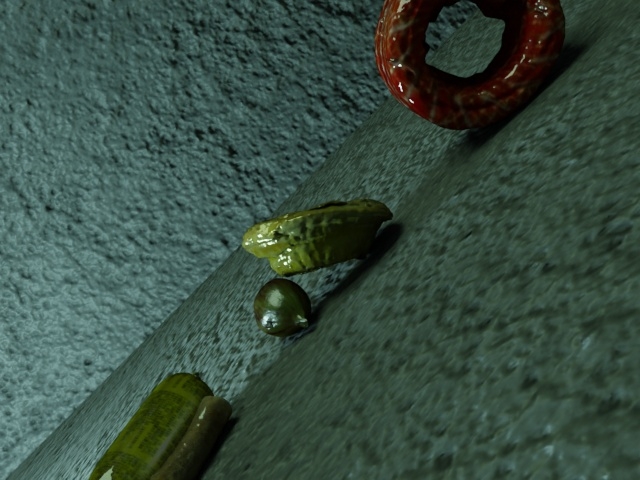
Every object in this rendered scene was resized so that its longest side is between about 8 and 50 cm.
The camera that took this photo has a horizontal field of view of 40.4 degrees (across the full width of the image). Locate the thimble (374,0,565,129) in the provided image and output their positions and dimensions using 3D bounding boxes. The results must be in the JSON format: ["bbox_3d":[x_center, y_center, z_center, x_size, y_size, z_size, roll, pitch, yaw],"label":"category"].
[{"bbox_3d":[0.274,-0.393,1.679,0.350,0.350,0.230,-43,10,5],"label":"thimble"}]

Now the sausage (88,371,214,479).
[{"bbox_3d":[-0.279,0.349,1.452,0.123,0.123,0.347,-35,14,41],"label":"sausage"}]

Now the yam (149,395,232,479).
[{"bbox_3d":[-0.223,0.358,1.364,0.066,0.066,0.299,-35,14,41],"label":"yam"}]

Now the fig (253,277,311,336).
[{"bbox_3d":[-0.060,0.131,1.574,0.103,0.109,0.155,-26,32,-21],"label":"fig"}]

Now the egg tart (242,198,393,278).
[{"bbox_3d":[0.000,0.000,1.637,0.290,0.115,0.290,-12,-3,-1],"label":"egg tart"}]
